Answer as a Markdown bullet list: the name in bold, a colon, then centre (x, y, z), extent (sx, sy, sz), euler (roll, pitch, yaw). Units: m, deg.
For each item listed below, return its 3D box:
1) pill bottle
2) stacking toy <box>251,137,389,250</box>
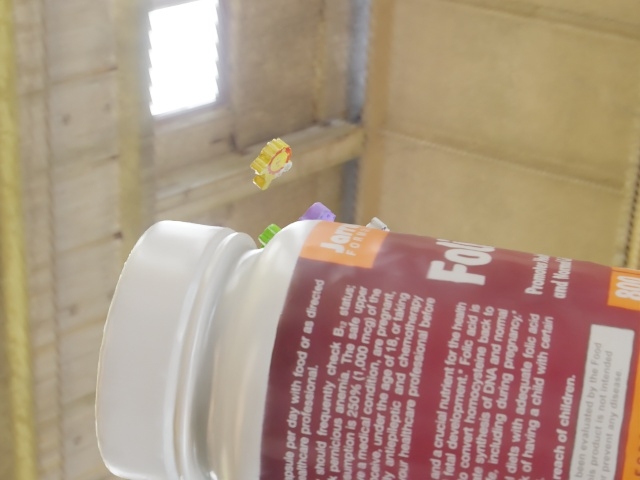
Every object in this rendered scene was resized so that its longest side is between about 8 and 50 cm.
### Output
- **pill bottle**: centre (0.061, 0.107, 0.991), extent (0.392, 0.224, 0.224), euler (9, -63, 11)
- **stacking toy**: centre (0.000, 0.000, 1.634), extent (0.167, 0.052, 0.221), euler (40, -23, 23)
